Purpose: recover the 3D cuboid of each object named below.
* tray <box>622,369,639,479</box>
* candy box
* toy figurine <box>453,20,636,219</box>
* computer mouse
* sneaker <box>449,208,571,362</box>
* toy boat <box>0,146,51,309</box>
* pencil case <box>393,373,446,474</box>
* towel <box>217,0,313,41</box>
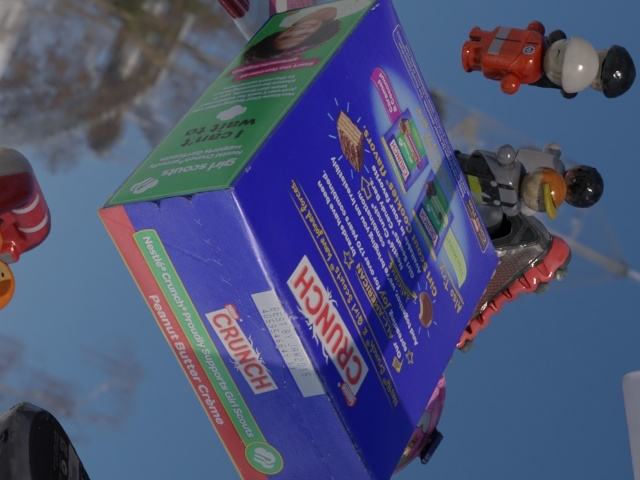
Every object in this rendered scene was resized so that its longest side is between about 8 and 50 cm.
[{"bbox_3d":[0.266,0.154,1.109,0.270,0.145,0.030,-86,168,-53],"label":"tray"},{"bbox_3d":[0.000,0.000,1.386,0.122,0.268,0.317,-11,-154,29],"label":"candy box"},{"bbox_3d":[0.241,-0.127,1.969,0.213,0.148,0.210,0,100,-66],"label":"toy figurine"},{"bbox_3d":[-0.173,0.215,1.166,0.072,0.272,0.188,-13,-137,8],"label":"computer mouse"},{"bbox_3d":[0.186,0.055,2.363,0.276,0.135,0.097,-38,-162,0],"label":"sneaker"},{"bbox_3d":[-0.351,0.002,1.868,0.231,0.151,0.151,89,-14,-72],"label":"toy boat"},{"bbox_3d":[-0.011,0.063,1.837,0.160,0.167,0.386,104,-33,-42],"label":"pencil case"},{"bbox_3d":[-0.096,-0.288,1.629,0.037,0.329,0.237,-24,-142,17],"label":"towel"}]
